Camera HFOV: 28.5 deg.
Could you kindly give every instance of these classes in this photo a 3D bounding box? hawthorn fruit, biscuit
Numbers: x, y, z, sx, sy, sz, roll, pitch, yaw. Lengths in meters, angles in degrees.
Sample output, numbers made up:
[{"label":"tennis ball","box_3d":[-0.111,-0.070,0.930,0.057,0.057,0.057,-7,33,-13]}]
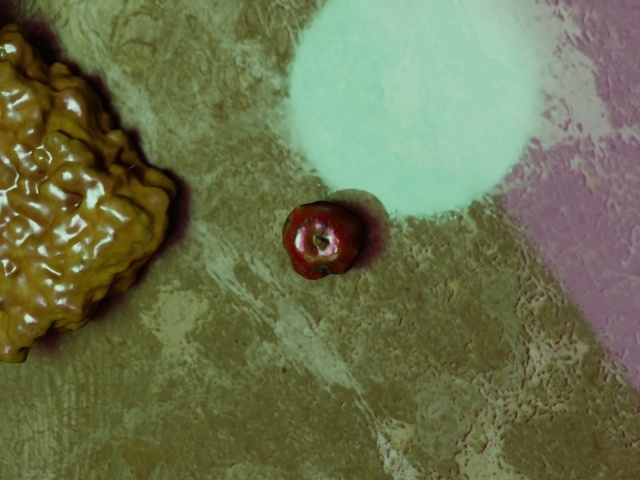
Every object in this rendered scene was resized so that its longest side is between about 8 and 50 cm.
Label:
[{"label":"hawthorn fruit","box_3d":[0.000,0.000,1.305,0.093,0.093,0.093,5,103,24]},{"label":"biscuit","box_3d":[-0.346,-0.043,1.443,0.318,0.110,0.312,-42,84,26]}]
